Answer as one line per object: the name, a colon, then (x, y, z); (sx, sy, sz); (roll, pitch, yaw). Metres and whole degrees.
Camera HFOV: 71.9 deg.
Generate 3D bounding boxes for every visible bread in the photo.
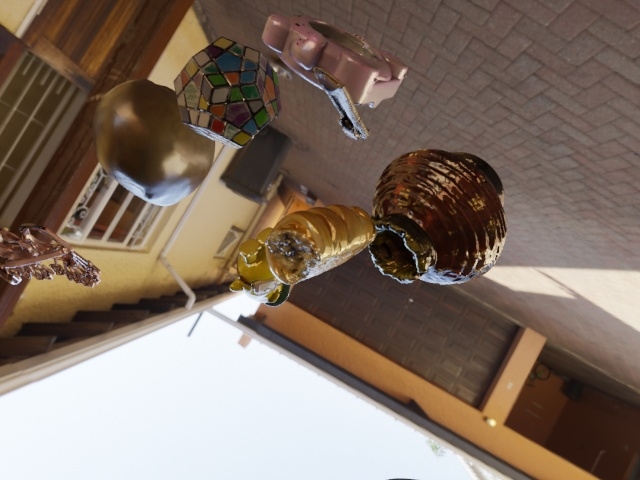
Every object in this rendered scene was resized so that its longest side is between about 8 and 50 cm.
bread: (0.000, 0.000, 0.629); (0.177, 0.119, 0.084); (-14, -111, -44)

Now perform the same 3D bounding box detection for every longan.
longan: (-0.392, -0.231, 1.051); (0.288, 0.289, 0.350); (30, 179, -3)

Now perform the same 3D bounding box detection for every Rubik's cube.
Rubik's cube: (-0.093, -0.148, 0.455); (0.111, 0.093, 0.111); (24, 179, 0)

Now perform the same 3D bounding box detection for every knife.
knife: (0.045, -0.262, 0.896); (0.089, 0.043, 0.365); (27, -175, 12)

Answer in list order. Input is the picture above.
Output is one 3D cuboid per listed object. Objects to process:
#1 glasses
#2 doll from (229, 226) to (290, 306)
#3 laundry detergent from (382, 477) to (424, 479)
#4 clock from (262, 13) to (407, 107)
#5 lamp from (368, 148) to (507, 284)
glasses: (-0.515, 0.052, 0.794); (0.255, 0.096, 0.162); (2, 147, 21)
doll: (-0.163, 0.094, 1.234); (0.145, 0.199, 0.363); (50, 160, 25)
laundry detergent: (0.226, 0.398, 0.520); (0.263, 0.125, 0.398); (18, 160, -11)
clock: (0.037, -0.463, 1.115); (0.322, 0.114, 0.295); (36, -146, 12)
lamp: (0.187, -0.033, 0.731); (0.246, 0.247, 0.247); (30, 177, 2)
